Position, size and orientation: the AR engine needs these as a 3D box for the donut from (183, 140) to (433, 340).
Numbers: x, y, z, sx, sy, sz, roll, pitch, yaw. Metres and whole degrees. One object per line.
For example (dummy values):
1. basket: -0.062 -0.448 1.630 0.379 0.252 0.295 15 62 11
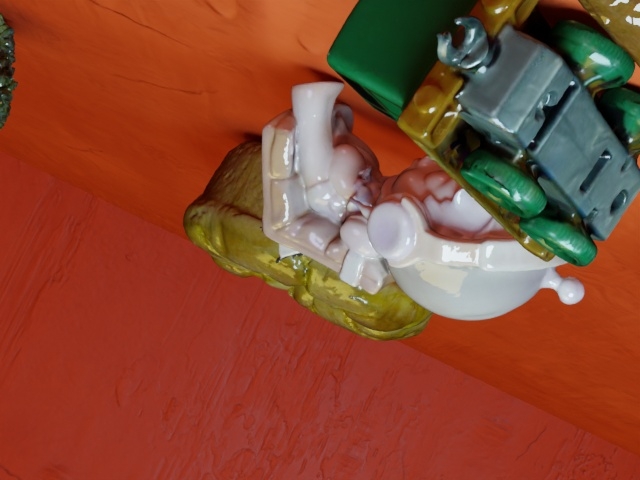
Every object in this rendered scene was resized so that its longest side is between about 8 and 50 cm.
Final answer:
1. donut: 0.000 0.000 1.298 0.261 0.128 0.208 25 172 9

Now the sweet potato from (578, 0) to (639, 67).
1. sweet potato: 0.213 -0.018 0.484 0.359 0.112 0.112 27 173 -33

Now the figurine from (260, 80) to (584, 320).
1. figurine: 0.076 -0.024 0.925 0.237 0.141 0.162 19 -161 28

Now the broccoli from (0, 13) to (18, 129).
1. broccoli: -0.467 -0.206 1.237 0.361 0.221 0.252 42 159 -30

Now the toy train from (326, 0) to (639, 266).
1. toy train: 0.091 -0.065 0.672 0.136 0.091 0.228 34 180 32
